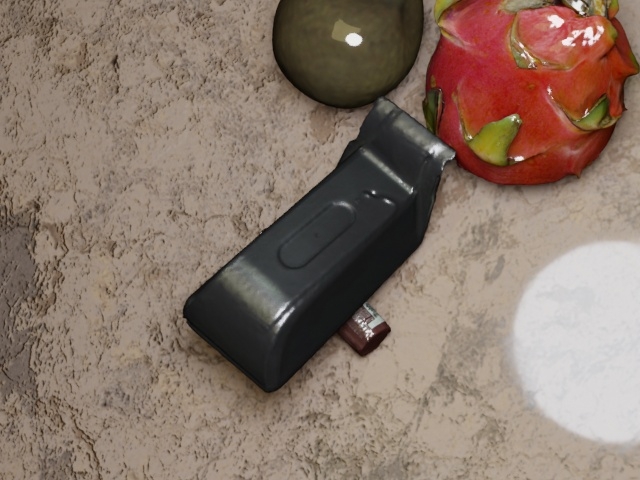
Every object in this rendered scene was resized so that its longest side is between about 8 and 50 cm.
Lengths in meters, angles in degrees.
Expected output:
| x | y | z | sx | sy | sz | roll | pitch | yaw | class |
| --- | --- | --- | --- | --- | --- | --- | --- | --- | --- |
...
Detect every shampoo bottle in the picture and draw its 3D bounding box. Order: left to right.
| x | y | z | sx | sy | sz | roll | pitch | yaw | class |
| --- | --- | --- | --- | --- | --- | --- | --- | --- | --- |
| 0.001 | 0.067 | 1.632 | 0.067 | 0.068 | 0.236 | -46 | 70 | 6 | shampoo bottle |

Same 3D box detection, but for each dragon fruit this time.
| x | y | z | sx | sy | sz | roll | pitch | yaw | class |
| --- | --- | --- | --- | --- | --- | --- | --- | --- | --- |
| 0.278 | -0.244 | 1.502 | 0.305 | 0.226 | 0.305 | -4 | 63 | 8 | dragon fruit |

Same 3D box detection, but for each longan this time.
| x | y | z | sx | sy | sz | roll | pitch | yaw | class |
| --- | --- | --- | --- | --- | --- | --- | --- | --- | --- |
| 0.043 | -0.312 | 1.614 | 0.246 | 0.215 | 0.246 | -12 | 72 | 41 | longan |

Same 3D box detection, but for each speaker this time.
| x | y | z | sx | sy | sz | roll | pitch | yaw | class |
| --- | --- | --- | --- | --- | --- | --- | --- | --- | --- |
| 0.000 | 0.000 | 1.527 | 0.180 | 0.184 | 0.388 | 39 | 64 | 16 | speaker |
